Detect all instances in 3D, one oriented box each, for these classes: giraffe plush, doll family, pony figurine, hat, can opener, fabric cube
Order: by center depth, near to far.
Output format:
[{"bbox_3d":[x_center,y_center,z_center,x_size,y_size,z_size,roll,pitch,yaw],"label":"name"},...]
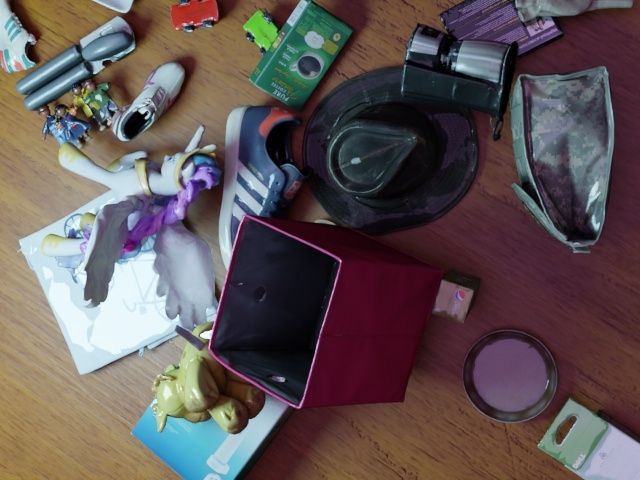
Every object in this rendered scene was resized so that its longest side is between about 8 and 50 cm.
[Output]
[{"bbox_3d":[0.006,0.119,1.678,0.254,0.258,0.259,24,102,43],"label":"fabric cube"},{"bbox_3d":[-0.220,0.264,1.739,0.210,0.181,0.170,47,124,-1],"label":"giraffe plush"},{"bbox_3d":[0.109,-0.161,1.758,0.331,0.134,0.331,1,93,15],"label":"hat"},{"bbox_3d":[-0.342,-0.030,1.783,0.363,0.303,0.351,0,76,37],"label":"pony figurine"},{"bbox_3d":[-0.483,-0.348,1.930,0.280,0.093,0.074,-27,86,20],"label":"can opener"},{"bbox_3d":[-0.478,-0.249,1.936,0.193,0.076,0.111,-37,103,9],"label":"doll family"}]

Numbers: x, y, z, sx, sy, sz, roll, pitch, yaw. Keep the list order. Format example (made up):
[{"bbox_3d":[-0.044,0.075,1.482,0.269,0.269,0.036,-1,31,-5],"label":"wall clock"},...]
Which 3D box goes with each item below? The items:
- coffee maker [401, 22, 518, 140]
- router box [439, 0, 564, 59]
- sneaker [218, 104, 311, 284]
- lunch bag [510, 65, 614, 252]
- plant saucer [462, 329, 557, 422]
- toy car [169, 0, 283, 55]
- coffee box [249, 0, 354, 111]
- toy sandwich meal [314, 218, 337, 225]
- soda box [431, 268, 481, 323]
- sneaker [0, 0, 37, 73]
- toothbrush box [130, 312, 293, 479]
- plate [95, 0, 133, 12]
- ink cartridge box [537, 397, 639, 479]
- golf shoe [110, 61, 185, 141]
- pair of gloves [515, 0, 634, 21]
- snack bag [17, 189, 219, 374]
[{"bbox_3d":[0.231,-0.270,1.680,0.178,0.120,0.171,14,100,17],"label":"coffee maker"},{"bbox_3d":[0.317,-0.378,1.733,0.179,0.046,0.133,-25,87,15],"label":"router box"},{"bbox_3d":[-0.093,-0.075,1.812,0.148,0.131,0.350,1,94,24],"label":"sneaker"},{"bbox_3d":[0.398,-0.124,1.629,0.169,0.235,0.287,-5,91,10],"label":"lunch bag"},{"bbox_3d":[0.340,0.242,1.773,0.168,0.029,0.168,1,93,15],"label":"plant saucer"},{"bbox_3d":[-0.136,-0.424,1.848,0.239,0.053,0.225,-43,83,14],"label":"toy car"},{"bbox_3d":[-0.036,-0.339,1.800,0.184,0.113,0.040,-56,35,12],"label":"coffee box"},{"bbox_3d":[0.000,0.000,1.850,0.085,0.029,0.085,3,104,10],"label":"toy sandwich meal"},{"bbox_3d":[0.238,0.095,1.711,0.058,0.181,0.061,18,98,12],"label":"soda box"},{"bbox_3d":[-0.608,-0.417,1.979,0.075,0.057,0.161,-7,90,-2],"label":"sneaker"},{"bbox_3d":[-0.178,0.307,1.864,0.216,0.126,0.295,37,102,11],"label":"toothbrush box"},{"bbox_3d":[-0.446,-0.616,1.904,0.278,0.045,0.277,22,100,1],"label":"plate"},{"bbox_3d":[0.497,0.371,1.721,0.209,0.062,0.109,33,101,11],"label":"ink cartridge box"},{"bbox_3d":[-0.318,-0.259,1.875,0.067,0.086,0.186,40,89,-30],"label":"golf shoe"},{"bbox_3d":[0.416,-0.494,1.676,0.204,0.042,0.240,-8,83,-2],"label":"pair of gloves"},{"bbox_3d":[-0.401,0.073,1.956,0.342,0.037,0.323,-27,86,14],"label":"snack bag"}]
